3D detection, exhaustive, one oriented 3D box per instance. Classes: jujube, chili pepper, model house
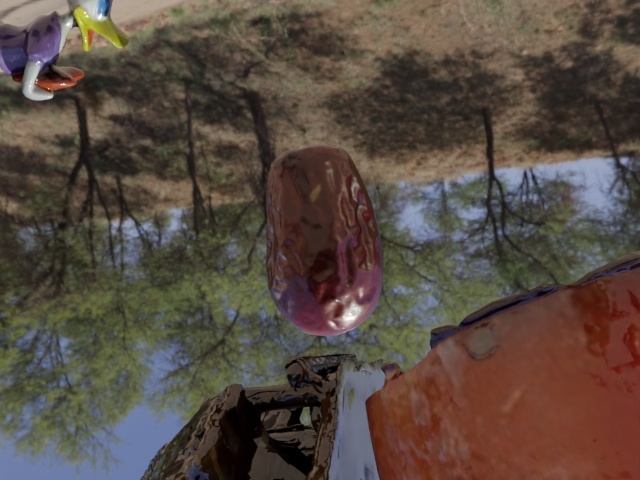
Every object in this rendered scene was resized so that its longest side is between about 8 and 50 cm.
[{"bbox_3d":[0.000,0.000,0.958,0.222,0.318,0.223,-8,-172,1],"label":"jujube"},{"bbox_3d":[0.168,0.186,0.330,0.251,0.229,0.306,-8,-121,0],"label":"chili pepper"},{"bbox_3d":[-0.070,0.226,0.554,0.282,0.297,0.317,-15,-154,16],"label":"model house"}]

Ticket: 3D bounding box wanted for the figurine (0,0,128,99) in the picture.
[{"bbox_3d":[-0.464,-0.334,0.897,0.420,0.193,0.154,-18,-152,3],"label":"figurine"}]
